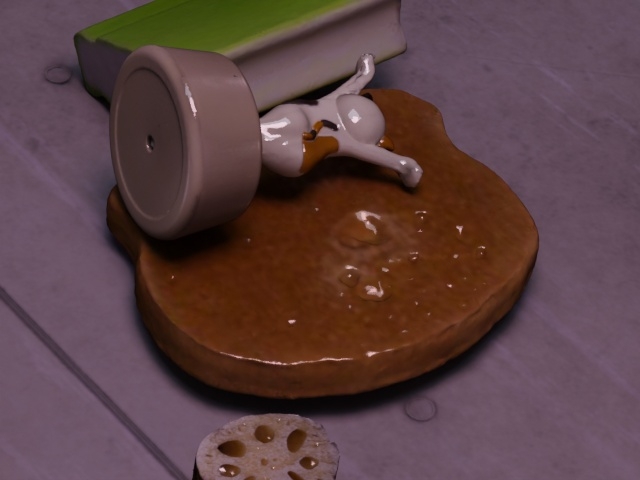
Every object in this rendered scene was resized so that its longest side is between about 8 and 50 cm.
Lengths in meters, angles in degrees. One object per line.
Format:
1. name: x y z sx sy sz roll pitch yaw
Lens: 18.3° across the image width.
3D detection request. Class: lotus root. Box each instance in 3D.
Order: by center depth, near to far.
1. lotus root: -0.047 0.202 1.645 0.122 0.081 0.112 -4 44 -11

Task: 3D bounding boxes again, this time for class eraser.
1. eraser: -0.079 -0.205 2.003 0.274 0.092 0.210 -27 32 -29

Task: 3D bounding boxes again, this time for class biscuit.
1. biscuit: 0.000 0.002 1.863 0.385 0.062 0.365 -17 48 -23

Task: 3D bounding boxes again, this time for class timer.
1. timer: -0.041 -0.099 1.830 0.266 0.175 0.175 -7 46 -30
